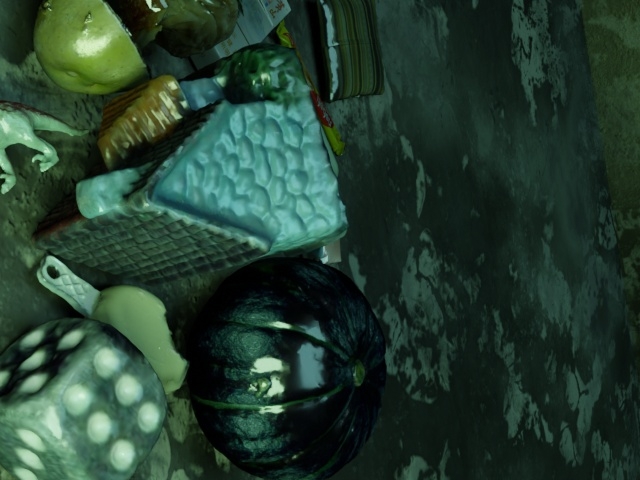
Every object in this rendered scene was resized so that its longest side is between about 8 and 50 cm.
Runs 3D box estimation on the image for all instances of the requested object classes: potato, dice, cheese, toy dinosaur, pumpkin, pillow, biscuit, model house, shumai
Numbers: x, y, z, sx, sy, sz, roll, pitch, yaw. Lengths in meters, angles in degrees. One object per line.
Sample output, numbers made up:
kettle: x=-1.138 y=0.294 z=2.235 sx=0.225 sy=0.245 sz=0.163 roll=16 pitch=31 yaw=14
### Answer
potato: x=-0.329 y=-0.263 z=1.413 sx=0.117 sy=0.182 sz=0.202 roll=-42 pitch=167 yaw=-12
dice: x=-0.324 y=0.219 z=1.337 sx=0.181 sy=0.183 sz=0.182 roll=-56 pitch=129 yaw=-38
cheese: x=-0.295 y=0.125 z=1.447 sx=0.249 sy=0.071 sz=0.163 roll=29 pitch=39 yaw=-45
toy dinosaur: x=-0.408 y=-0.153 z=1.347 sx=0.242 sy=0.053 sz=0.167 roll=-28 pitch=104 yaw=-43
pumpkin: x=-0.048 y=0.203 z=1.664 sx=0.363 sy=0.266 sz=0.363 roll=15 pitch=73 yaw=-56
pillow: x=0.062 y=-0.385 z=2.041 sx=0.212 sy=0.052 sz=0.208 roll=-20 pitch=107 yaw=-53
biscuit: x=-0.020 y=-0.282 z=1.941 sx=0.048 sy=0.026 sz=0.292 roll=-80 pitch=148 yaw=-51
model house: x=-0.223 y=-0.080 z=1.393 sx=0.339 sy=0.360 sz=0.297 roll=-19 pitch=93 yaw=-41
shumai: x=-0.222 y=-0.350 z=1.497 sx=0.206 sy=0.166 sz=0.175 roll=49 pitch=18 yaw=-18

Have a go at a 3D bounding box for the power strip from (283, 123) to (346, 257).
power strip: x=-0.073 y=-0.101 z=1.793 sx=0.229 sy=0.141 sz=0.261 roll=-28 pitch=97 yaw=-53

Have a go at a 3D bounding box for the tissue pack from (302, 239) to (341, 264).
tissue pack: x=0.000 y=0.000 z=1.921 sx=0.074 sy=0.059 sz=0.094 roll=-11 pitch=97 yaw=-57

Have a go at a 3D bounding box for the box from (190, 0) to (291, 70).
box: x=-0.151 y=-0.391 z=1.724 sx=0.233 sy=0.067 sz=0.149 roll=-56 pitch=132 yaw=-41
